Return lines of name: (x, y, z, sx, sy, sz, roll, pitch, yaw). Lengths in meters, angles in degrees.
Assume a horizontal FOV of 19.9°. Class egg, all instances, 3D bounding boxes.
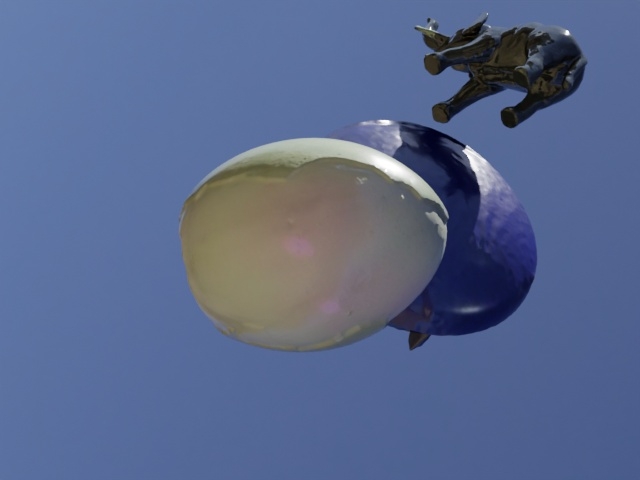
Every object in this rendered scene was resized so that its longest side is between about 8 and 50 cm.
egg: (0.000, 0.000, 1.537, 0.217, 0.183, 0.183, -17, -116, 16)

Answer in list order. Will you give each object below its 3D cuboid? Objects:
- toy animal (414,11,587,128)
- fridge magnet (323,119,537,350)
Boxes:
toy animal: (0.169, -0.188, 1.953, 0.269, 0.137, 0.082, 18, -48, 46)
fridge magnet: (0.094, -0.011, 1.851, 0.112, 0.265, 0.265, 122, -38, -46)
